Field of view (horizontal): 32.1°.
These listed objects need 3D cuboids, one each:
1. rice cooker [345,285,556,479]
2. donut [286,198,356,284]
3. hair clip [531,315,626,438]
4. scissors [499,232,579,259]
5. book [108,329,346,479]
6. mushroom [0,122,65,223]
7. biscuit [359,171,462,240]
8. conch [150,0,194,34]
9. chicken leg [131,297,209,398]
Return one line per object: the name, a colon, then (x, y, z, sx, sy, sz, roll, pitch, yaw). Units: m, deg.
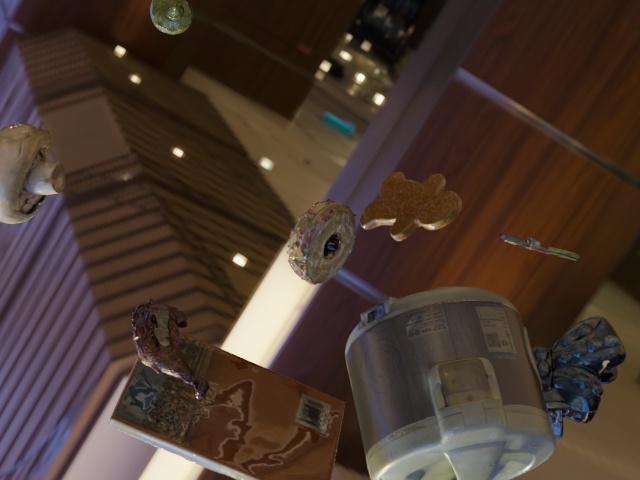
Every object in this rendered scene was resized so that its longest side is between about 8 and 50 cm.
rice cooker: (0.186, 0.230, 1.604, 0.288, 0.288, 0.277, 20, -133, -43)
donut: (0.000, 0.000, 2.119, 0.068, 0.174, 0.174, 26, -172, 32)
hair clip: (0.405, 0.252, 2.071, 0.310, 0.206, 0.194, 1, 152, 5)
scissors: (0.360, 0.006, 1.900, 0.133, 0.020, 0.187, 14, 180, 27)
book: (-0.145, 0.289, 1.874, 0.374, 0.028, 0.262, 24, -145, -5)
mushroom: (-0.440, -0.097, 1.642, 0.122, 0.154, 0.154, 14, -168, 5)
biscuit: (0.178, -0.062, 2.100, 0.035, 0.158, 0.240, 46, 163, -32)
conch: (-0.252, -0.396, 1.901, 0.074, 0.089, 0.121, 17, -179, -13)
chicken leg: (-0.230, 0.156, 1.663, 0.089, 0.048, 0.219, -7, -144, -18)
